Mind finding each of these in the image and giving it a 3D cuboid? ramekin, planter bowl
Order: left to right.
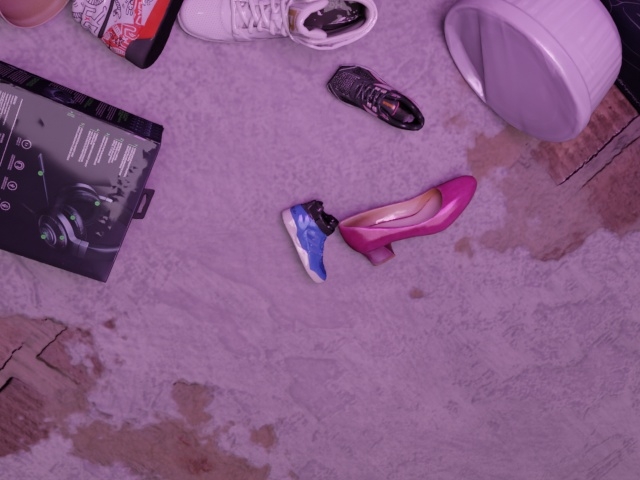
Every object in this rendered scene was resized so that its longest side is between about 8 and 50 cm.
[{"bbox_3d":[-0.415,-0.386,0.909,0.109,0.162,0.162,34,103,5],"label":"planter bowl"},{"bbox_3d":[0.327,-0.290,1.029,0.127,0.273,0.273,-44,113,-5],"label":"ramekin"}]

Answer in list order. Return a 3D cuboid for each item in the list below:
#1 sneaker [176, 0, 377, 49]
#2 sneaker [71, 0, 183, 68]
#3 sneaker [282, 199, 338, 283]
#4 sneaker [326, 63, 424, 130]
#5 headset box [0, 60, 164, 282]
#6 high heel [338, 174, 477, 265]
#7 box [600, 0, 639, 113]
[{"bbox_3d":[-0.065,-0.335,0.979,0.293,0.169,0.108,-6,114,-7],"label":"sneaker"},{"bbox_3d":[-0.248,-0.389,0.938,0.145,0.090,0.270,33,114,-4],"label":"sneaker"},{"bbox_3d":[0.000,0.000,1.186,0.085,0.058,0.152,-22,108,8],"label":"sneaker"},{"bbox_3d":[0.100,-0.232,1.101,0.178,0.077,0.072,19,106,-17],"label":"sneaker"},{"bbox_3d":[-0.397,-0.100,1.030,0.283,0.131,0.246,20,106,-18],"label":"headset box"},{"bbox_3d":[0.151,-0.057,1.177,0.244,0.082,0.117,-33,130,17],"label":"high heel"},{"bbox_3d":[0.611,-0.324,0.946,0.480,0.472,0.297,39,99,-22],"label":"box"}]
